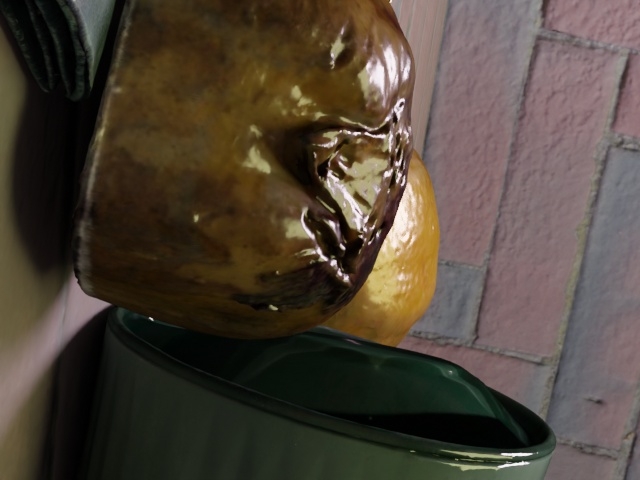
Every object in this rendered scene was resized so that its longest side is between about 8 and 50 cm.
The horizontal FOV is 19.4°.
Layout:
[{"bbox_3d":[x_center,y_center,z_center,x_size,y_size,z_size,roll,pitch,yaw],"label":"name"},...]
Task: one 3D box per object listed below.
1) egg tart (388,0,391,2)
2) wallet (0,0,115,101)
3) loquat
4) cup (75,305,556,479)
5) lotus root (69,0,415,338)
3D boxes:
[{"bbox_3d":[-0.008,-0.242,1.326,0.212,0.090,0.212,-19,113,-52],"label":"egg tart"},{"bbox_3d":[-0.106,-0.230,0.883,0.290,0.054,0.251,84,21,-73],"label":"wallet"},{"bbox_3d":[0.000,0.000,1.554,0.238,0.193,0.238,1,89,-62],"label":"loquat"},{"bbox_3d":[-0.030,0.244,1.317,0.401,0.310,0.392,-23,130,-79],"label":"cup"},{"bbox_3d":[-0.040,-0.068,1.080,0.272,0.192,0.272,19,90,-87],"label":"lotus root"}]
